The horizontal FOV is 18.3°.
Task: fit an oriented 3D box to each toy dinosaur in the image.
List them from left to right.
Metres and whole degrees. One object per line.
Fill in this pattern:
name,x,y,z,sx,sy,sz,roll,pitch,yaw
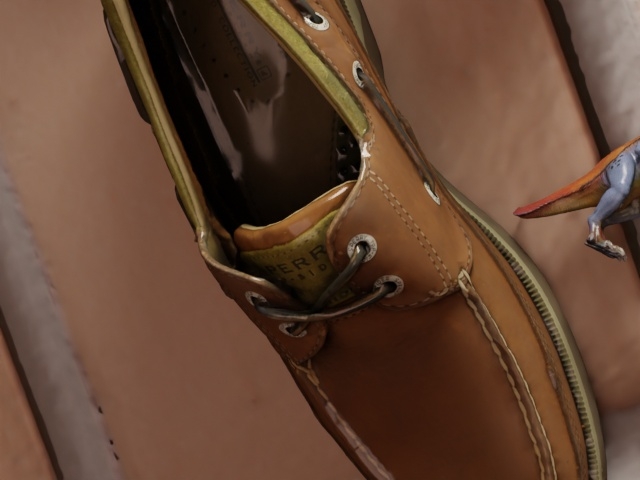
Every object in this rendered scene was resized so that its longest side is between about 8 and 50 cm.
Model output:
toy dinosaur,0.122,-0.034,0.744,0.090,0.047,0.082,24,89,26

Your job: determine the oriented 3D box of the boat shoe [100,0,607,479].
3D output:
boat shoe,0.000,0.000,0.758,0.111,0.104,0.307,-32,88,22
